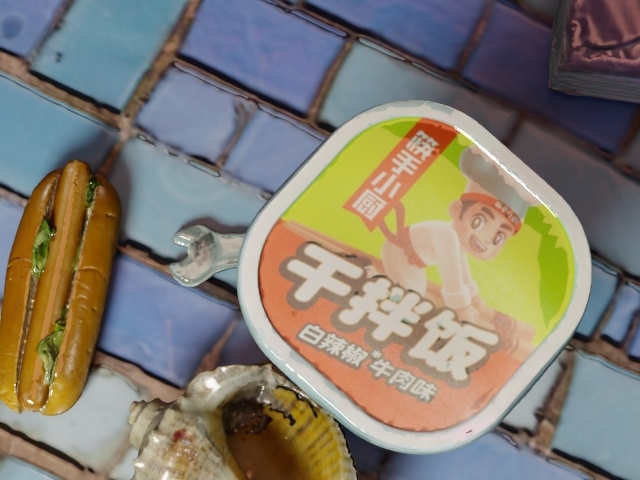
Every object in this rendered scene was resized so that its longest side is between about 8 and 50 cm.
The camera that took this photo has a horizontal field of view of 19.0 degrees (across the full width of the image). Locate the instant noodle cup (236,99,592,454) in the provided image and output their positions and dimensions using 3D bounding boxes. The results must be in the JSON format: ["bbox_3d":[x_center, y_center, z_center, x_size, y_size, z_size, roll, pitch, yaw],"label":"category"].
[{"bbox_3d":[0.070,0.048,1.701,0.293,0.308,0.294,0,82,-3],"label":"instant noodle cup"}]

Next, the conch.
[{"bbox_3d":[-0.064,0.207,1.742,0.245,0.163,0.178,36,113,9],"label":"conch"}]

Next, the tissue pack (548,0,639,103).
[{"bbox_3d":[0.408,-0.245,1.879,0.343,0.125,0.242,8,75,-1],"label":"tissue pack"}]

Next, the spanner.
[{"bbox_3d":[0.000,0.000,1.872,0.302,0.017,0.071,-5,76,-2],"label":"spanner"}]

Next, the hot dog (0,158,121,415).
[{"bbox_3d":[-0.255,0.045,1.833,0.100,0.068,0.250,9,77,1],"label":"hot dog"}]
